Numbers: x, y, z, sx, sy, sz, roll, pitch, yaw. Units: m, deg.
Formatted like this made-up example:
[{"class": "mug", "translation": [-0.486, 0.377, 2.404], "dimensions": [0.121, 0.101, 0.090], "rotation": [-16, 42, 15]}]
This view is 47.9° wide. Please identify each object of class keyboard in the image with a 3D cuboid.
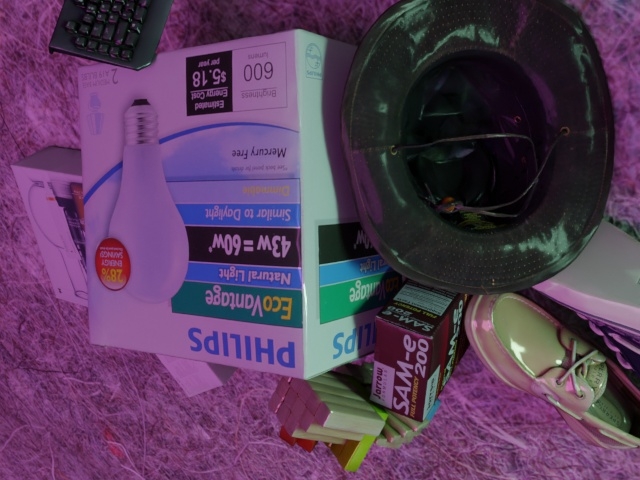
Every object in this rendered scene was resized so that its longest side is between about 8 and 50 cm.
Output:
[{"class": "keyboard", "translation": [-0.250, -0.358, 0.839], "dimensions": [0.201, 0.317, 0.033], "rotation": [13, 166, 4]}]

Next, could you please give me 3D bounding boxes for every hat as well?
[{"class": "hat", "translation": [0.163, -0.110, 0.802], "dimensions": [0.331, 0.134, 0.331], "rotation": [-1, 96, -7]}]

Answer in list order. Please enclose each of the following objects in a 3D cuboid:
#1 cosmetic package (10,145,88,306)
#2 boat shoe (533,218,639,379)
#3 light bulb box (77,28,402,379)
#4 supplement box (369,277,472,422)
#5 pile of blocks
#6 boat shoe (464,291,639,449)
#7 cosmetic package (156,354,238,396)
[{"class": "cosmetic package", "translation": [-0.345, -0.001, 1.261], "dimensions": [0.377, 0.097, 0.284], "rotation": [10, 125, 29]}, {"class": "boat shoe", "translation": [0.344, 0.086, 0.826], "dimensions": [0.340, 0.127, 0.158], "rotation": [29, 148, 30]}, {"class": "light bulb box", "translation": [-0.100, -0.043, 0.903], "dimensions": [0.358, 0.225, 0.361], "rotation": [1, 95, 35]}, {"class": "supplement box", "translation": [0.145, 0.091, 0.878], "dimensions": [0.073, 0.239, 0.130], "rotation": [18, 126, 25]}, {"class": "pile of blocks", "translation": [0.063, 0.236, 0.939], "dimensions": [0.149, 0.362, 0.113], "rotation": [33, 102, 29]}, {"class": "boat shoe", "translation": [0.297, 0.153, 0.855], "dimensions": [0.302, 0.109, 0.098], "rotation": [41, 159, -18]}, {"class": "cosmetic package", "translation": [-0.242, 0.138, 1.175], "dimensions": [0.099, 0.060, 0.239], "rotation": [-27, 103, 38]}]
